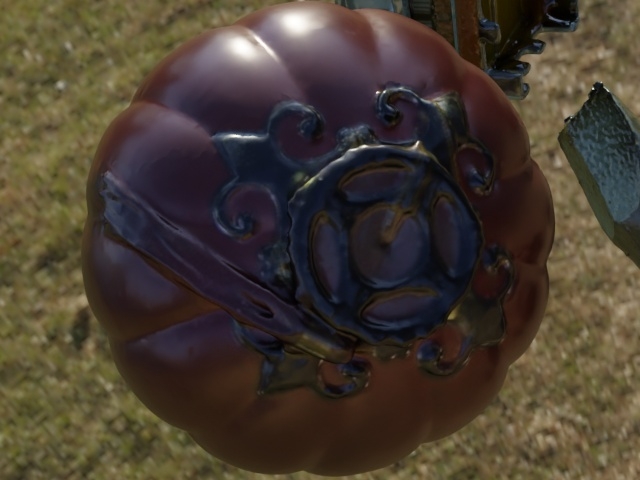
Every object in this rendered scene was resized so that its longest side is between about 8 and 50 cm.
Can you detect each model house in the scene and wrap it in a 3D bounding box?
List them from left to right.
[{"bbox_3d":[0.110,-0.250,1.435,0.215,0.224,0.198,9,35,26],"label":"model house"}]

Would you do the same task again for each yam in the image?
[{"bbox_3d":[0.320,-0.029,1.487,0.106,0.106,0.259,-40,79,-12],"label":"yam"}]

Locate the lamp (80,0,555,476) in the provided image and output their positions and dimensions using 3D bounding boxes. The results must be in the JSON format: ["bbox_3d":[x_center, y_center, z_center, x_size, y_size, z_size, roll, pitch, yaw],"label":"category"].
[{"bbox_3d":[0.000,0.000,0.988,0.303,0.303,0.257,-40,14,-12],"label":"lamp"}]
